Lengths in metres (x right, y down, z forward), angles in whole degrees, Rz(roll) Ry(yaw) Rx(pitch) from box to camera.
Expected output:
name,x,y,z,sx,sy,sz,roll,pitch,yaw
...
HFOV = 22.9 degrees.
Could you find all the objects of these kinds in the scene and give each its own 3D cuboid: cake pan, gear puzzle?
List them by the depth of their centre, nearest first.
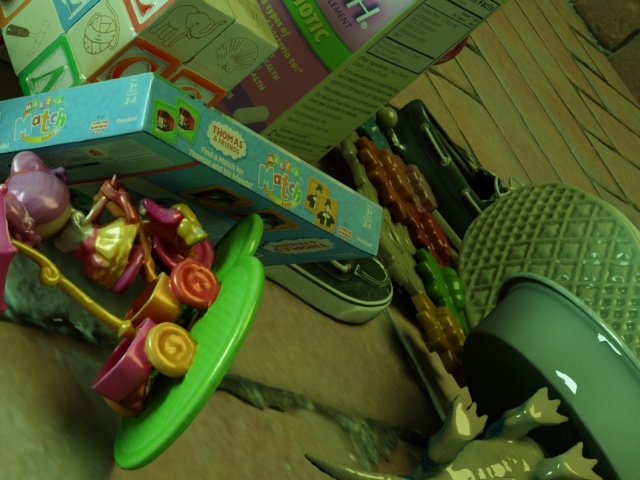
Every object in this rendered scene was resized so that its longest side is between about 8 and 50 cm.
name,x,y,z,sx,sy,sz,roll,pitch,yaw
cake pan,0.195,0.162,1.154,0.293,0.054,0.293,56,-14,22
gear puzzle,0.084,-0.004,1.372,0.175,0.044,0.339,53,14,-34

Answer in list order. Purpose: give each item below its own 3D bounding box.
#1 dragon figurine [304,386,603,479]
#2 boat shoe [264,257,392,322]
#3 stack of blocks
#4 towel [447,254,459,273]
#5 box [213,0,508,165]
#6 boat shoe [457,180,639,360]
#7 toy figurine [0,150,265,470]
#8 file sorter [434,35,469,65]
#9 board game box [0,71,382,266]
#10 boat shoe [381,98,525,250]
name,x,y,z,sx,sy,sz,roll,pitch,yaw
dragon figurine,0.082,0.170,1.031,0.289,0.144,0.085,-8,59,-47
boat shoe,0.000,0.000,1.188,0.219,0.070,0.077,28,29,-50
stack of blocks,-0.161,-0.188,1.021,0.087,0.171,0.297,27,31,-49
towel,0.138,0.036,1.524,0.060,0.009,0.083,58,20,19
box,-0.007,-0.216,1.310,0.213,0.243,0.117,59,20,20
boat shoe,0.267,0.132,1.366,0.156,0.187,0.500,56,0,-44
toy figurine,-0.124,0.007,0.822,0.159,0.130,0.173,35,43,-16
file sorter,0.035,-0.327,1.568,0.182,0.202,0.290,-6,47,-18
board game box,-0.089,-0.032,0.928,0.211,0.160,0.039,29,62,-48
boat shoe,0.155,-0.043,1.601,0.254,0.079,0.095,44,20,-19
